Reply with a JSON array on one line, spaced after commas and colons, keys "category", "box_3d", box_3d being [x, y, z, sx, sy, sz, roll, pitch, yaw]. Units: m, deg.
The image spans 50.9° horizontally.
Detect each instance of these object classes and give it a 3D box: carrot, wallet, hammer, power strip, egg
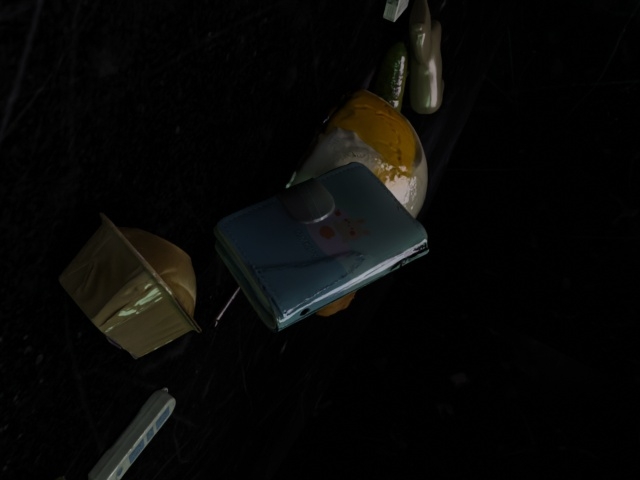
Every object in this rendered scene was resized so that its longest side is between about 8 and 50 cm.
[{"category": "carrot", "box_3d": [0.118, -0.229, 1.323, 0.074, 0.074, 0.358, -51, 162, -44]}, {"category": "wallet", "box_3d": [0.000, 0.000, 0.903, 0.250, 0.176, 0.075, -25, 152, -26]}, {"category": "hammer", "box_3d": [-0.124, 0.062, 1.061, 0.178, 0.021, 0.065, -55, 166, -22]}, {"category": "power strip", "box_3d": [-0.261, 0.279, 0.921, 0.191, 0.030, 0.047, -54, 165, -38]}, {"category": "egg", "box_3d": [0.075, -0.083, 1.149, 0.337, 0.201, 0.337, -55, 166, -21]}]

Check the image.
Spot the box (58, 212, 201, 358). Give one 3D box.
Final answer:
[{"category": "box", "box_3d": [-0.167, 0.045, 0.632, 0.111, 0.111, 0.177, -59, 168, -17]}]

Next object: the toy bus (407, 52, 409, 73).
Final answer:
[{"category": "toy bus", "box_3d": [0.166, -0.344, 1.365, 0.083, 0.031, 0.037, -55, 173, -32]}]

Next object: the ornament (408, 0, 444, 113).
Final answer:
[{"category": "ornament", "box_3d": [0.196, -0.350, 1.261, 0.245, 0.061, 0.230, -66, 154, -56]}]

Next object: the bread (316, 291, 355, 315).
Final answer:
[{"category": "bread", "box_3d": [0.008, 0.072, 1.382, 0.134, 0.129, 0.260, -50, 161, -43]}]

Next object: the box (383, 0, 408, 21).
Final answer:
[{"category": "box", "box_3d": [0.129, -0.404, 1.089, 0.054, 0.024, 0.083, -53, 166, -33]}]

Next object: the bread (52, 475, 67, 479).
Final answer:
[{"category": "bread", "box_3d": [-0.315, 0.342, 0.748, 0.156, 0.064, 0.117, -64, 164, 14]}]
